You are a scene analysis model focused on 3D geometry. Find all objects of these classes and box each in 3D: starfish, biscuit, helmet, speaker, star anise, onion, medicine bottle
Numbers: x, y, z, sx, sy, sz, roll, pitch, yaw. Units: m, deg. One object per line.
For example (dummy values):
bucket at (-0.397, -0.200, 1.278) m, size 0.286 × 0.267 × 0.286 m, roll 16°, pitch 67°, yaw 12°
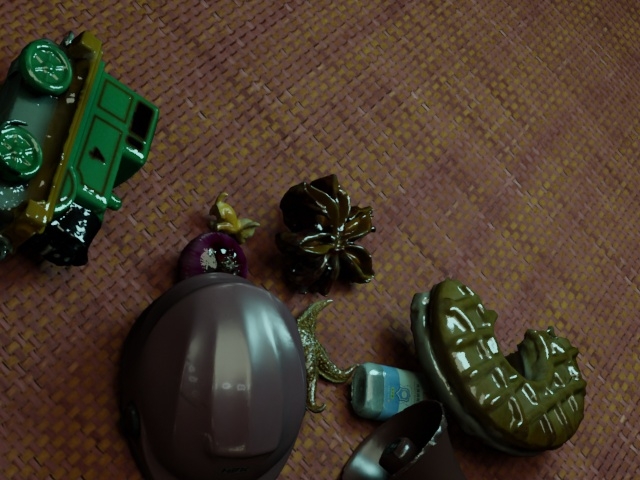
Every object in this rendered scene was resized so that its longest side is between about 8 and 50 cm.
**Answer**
starfish at (-0.030, 0.163, 1.900) m, size 0.213 × 0.057 × 0.238 m, roll 39°, pitch 50°, yaw -18°
biscuit at (0.307, 0.229, 2.009) m, size 0.366 × 0.115 × 0.268 m, roll 24°, pitch 46°, yaw -32°
helmet at (-0.133, 0.199, 1.696) m, size 0.271 × 0.197 × 0.338 m, roll 3°, pitch 68°, yaw -24°
speaker at (0.181, 0.443, 1.805) m, size 0.329 × 0.198 × 0.259 m, roll 54°, pitch 35°, yaw -7°
star anise at (0.000, 0.000, 1.976) m, size 0.220 × 0.125 × 0.190 m, roll 48°, pitch 41°, yaw -40°
onion at (-0.160, 0.043, 1.852) m, size 0.115 × 0.104 × 0.115 m, roll 6°, pitch 78°, yaw -31°
medicine bottle at (0.145, 0.256, 1.959) m, size 0.208 × 0.053 × 0.090 m, roll 15°, pitch 68°, yaw -32°

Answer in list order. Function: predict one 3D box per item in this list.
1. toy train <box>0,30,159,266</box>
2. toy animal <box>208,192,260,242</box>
toy train at (-0.384, -0.122, 1.761) m, size 0.249 × 0.178 × 0.429 m, roll 31°, pitch 50°, yaw -29°
toy animal at (-0.135, -0.036, 1.941) m, size 0.083 × 0.060 × 0.081 m, roll 4°, pitch 97°, yaw -27°
